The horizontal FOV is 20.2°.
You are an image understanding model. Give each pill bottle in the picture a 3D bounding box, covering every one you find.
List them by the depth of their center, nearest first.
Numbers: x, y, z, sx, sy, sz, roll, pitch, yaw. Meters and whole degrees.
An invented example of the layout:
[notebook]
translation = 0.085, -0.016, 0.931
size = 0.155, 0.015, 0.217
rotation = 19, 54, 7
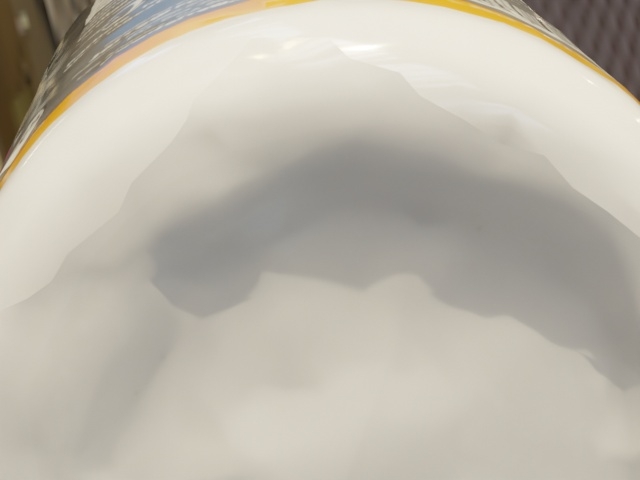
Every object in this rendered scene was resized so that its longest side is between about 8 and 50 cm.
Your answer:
[pill bottle]
translation = 0.000, 0.000, 0.460
size = 0.278, 0.162, 0.162
rotation = -103, -179, -74
